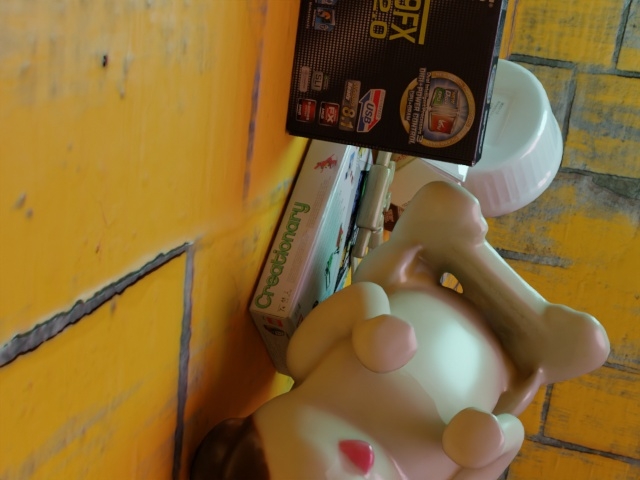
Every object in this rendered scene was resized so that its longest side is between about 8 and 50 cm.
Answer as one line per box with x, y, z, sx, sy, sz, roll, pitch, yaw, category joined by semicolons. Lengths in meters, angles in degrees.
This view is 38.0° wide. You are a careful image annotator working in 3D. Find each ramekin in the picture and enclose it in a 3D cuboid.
0.286;-0.192;1.660;0.135;0.277;0.277;57;46;-58;ramekin

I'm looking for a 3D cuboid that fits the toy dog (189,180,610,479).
0.045;0.183;1.012;0.408;0.284;0.395;-44;-171;-39;toy dog

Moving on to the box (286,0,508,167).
0.087;-0.231;1.002;0.060;0.216;0.270;-33;133;-68;box

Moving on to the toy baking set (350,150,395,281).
0.078;-0.021;1.275;0.197;0.030;0.256;58;47;-73;toy baking set

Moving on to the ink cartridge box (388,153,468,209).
0.176;-0.172;1.477;0.158;0.092;0.217;-32;-143;59;ink cartridge box

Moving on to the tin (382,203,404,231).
0.136;-0.087;1.626;0.189;0.040;0.106;76;34;-58;tin

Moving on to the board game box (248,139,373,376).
0.000;0.000;1.163;0.193;0.053;0.305;76;29;-59;board game box
